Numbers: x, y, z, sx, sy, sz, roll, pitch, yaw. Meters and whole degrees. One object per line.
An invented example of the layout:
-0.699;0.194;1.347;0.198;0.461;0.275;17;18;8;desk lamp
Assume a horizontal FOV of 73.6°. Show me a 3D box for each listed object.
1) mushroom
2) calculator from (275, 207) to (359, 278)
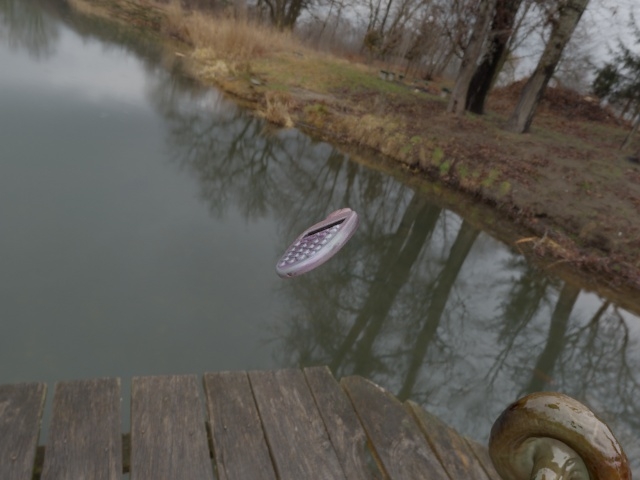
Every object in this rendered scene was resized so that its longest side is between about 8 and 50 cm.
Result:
0.154;0.170;0.287;0.088;0.130;0.072;1;-22;40;mushroom
0.000;0.000;0.563;0.024;0.103;0.166;59;37;-14;calculator
